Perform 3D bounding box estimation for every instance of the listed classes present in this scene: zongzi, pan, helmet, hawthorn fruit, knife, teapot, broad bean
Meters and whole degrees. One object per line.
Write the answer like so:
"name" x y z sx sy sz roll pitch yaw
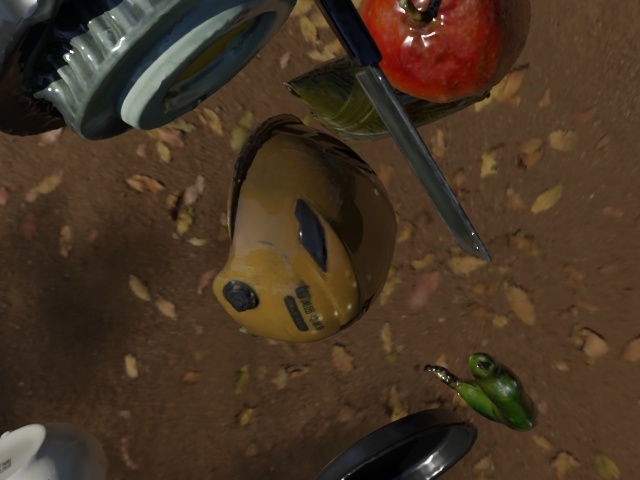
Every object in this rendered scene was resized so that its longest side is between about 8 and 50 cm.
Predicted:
"zongzi" 0.103 -0.243 1.460 0.286 0.300 0.138 -14 83 18
"pan" 0.009 0.191 0.679 0.235 0.136 0.028 -38 60 5
"helmet" 0.000 0.000 0.874 0.130 0.224 0.198 14 52 15
"hawthorn fruit" 0.136 -0.256 1.116 0.205 0.253 0.205 7 106 25
"knife" 0.043 -0.091 0.641 0.019 0.072 0.245 -33 101 -6
"teapot" -0.356 0.316 1.187 0.208 0.299 0.166 -43 101 -4
"broad bean" 0.216 0.196 1.215 0.144 0.292 0.049 34 80 2

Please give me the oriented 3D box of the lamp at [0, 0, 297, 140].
"lamp" -0.136 -0.180 0.441 0.205 0.374 0.272 -42 69 41
